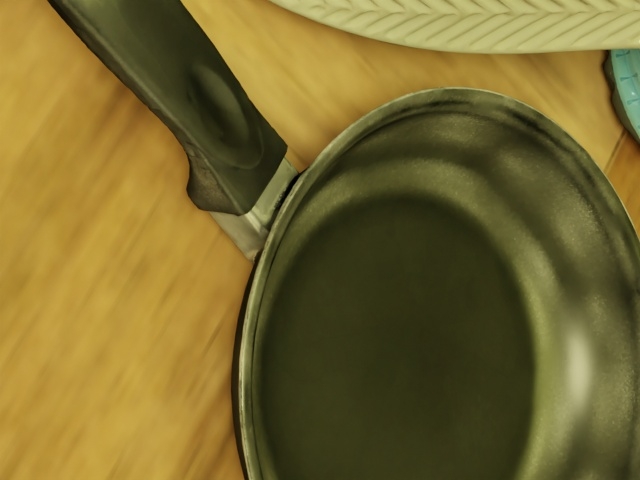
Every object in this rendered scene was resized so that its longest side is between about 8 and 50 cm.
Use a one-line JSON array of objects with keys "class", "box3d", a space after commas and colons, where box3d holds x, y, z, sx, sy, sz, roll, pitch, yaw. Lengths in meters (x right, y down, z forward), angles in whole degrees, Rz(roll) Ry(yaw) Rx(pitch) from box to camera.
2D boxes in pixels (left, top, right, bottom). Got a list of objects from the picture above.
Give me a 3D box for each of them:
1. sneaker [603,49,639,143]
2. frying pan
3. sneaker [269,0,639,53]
[{"class": "sneaker", "box3d": [0.209, -0.146, 0.733, 0.104, 0.125, 0.262, 30, 70, -40]}, {"class": "frying pan", "box3d": [-0.004, 0.029, 0.588, 0.326, 0.053, 0.197, 21, 75, -37]}, {"class": "sneaker", "box3d": [0.107, -0.149, 0.605, 0.350, 0.131, 0.148, 6, 62, -13]}]
